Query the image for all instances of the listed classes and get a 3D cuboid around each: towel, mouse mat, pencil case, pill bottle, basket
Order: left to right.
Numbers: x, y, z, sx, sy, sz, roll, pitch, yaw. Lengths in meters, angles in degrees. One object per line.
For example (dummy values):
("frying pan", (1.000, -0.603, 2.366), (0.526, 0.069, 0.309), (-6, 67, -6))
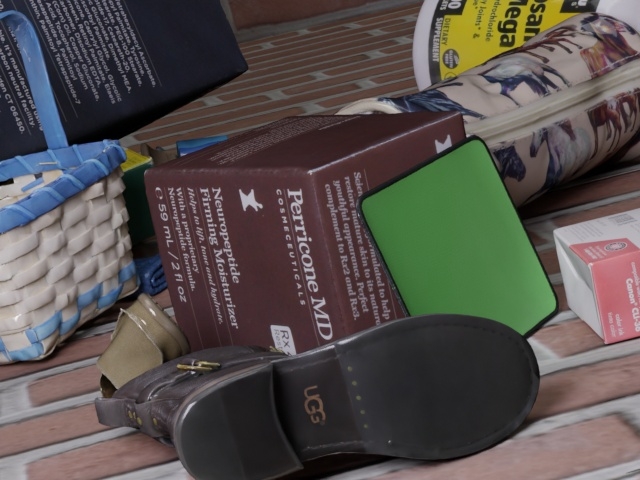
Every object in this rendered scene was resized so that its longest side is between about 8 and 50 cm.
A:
("basket", (-0.298, -0.044, 1.504), (0.201, 0.288, 0.255), (-5, 16, 30))
("towel", (-0.203, 0.038, 1.647), (0.119, 0.029, 0.067), (-6, 15, 23))
("mouse mat", (0.103, 0.013, 1.219), (0.007, 0.152, 0.190), (-23, 4, 37))
("pencil case", (0.174, -0.102, 1.604), (0.184, 0.159, 0.410), (-10, 11, 45))
("pill bottle", (0.284, -0.206, 1.855), (0.334, 0.187, 0.188), (6, 21, 38))

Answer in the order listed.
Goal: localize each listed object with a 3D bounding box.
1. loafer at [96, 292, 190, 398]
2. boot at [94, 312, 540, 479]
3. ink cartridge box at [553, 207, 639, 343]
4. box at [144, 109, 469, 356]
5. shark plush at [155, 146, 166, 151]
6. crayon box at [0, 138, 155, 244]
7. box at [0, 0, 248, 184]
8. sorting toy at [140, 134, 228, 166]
("loafer", (-0.133, 0.089, 1.241), (0.050, 0.056, 0.148), (-39, -16, -24))
("boot", (-0.010, 0.094, 1.129), (0.263, 0.091, 0.229), (-8, 4, -14))
("ink cartridge box", (0.284, 0.010, 1.246), (0.198, 0.067, 0.115), (-14, 14, -2))
("box", (0.000, 0.000, 1.317), (0.167, 0.168, 0.203), (-23, 17, -39))
("shark plush", (-0.165, -0.066, 2.003), (0.067, 0.073, 0.161), (16, 1, -15))
("crayon box", (-0.330, -0.003, 1.767), (0.319, 0.081, 0.202), (-23, 16, -15))
("box", (-0.438, -0.193, 2.012), (0.480, 0.297, 0.472), (-23, 5, 39))
("sorting toy", (-0.077, -0.074, 1.869), (0.229, 0.041, 0.307), (-3, 18, -8))
